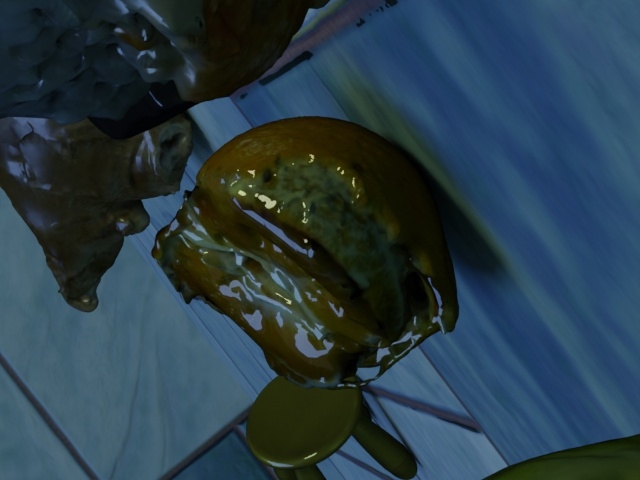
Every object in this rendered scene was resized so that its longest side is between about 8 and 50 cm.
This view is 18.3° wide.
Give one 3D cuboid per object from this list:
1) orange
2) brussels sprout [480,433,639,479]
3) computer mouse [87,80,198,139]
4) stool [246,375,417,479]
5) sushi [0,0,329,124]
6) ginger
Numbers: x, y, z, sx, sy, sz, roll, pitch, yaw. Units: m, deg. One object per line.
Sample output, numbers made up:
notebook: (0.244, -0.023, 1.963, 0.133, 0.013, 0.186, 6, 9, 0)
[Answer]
orange: (0.000, 0.000, 0.970, 0.170, 0.112, 0.160, 8, 142, 28)
brussels sprout: (0.137, 0.198, 0.682, 0.274, 0.242, 0.316, 13, 152, 38)
computer mouse: (-0.116, -0.125, 1.212, 0.122, 0.073, 0.217, 51, 166, -6)
stool: (0.006, 0.179, 1.744, 0.110, 0.135, 0.134, 55, -143, -43)
sushi: (-0.118, -0.157, 0.669, 0.274, 0.184, 0.139, 51, 171, 19)
ginger: (-0.192, -0.068, 1.576, 0.219, 0.123, 0.270, 8, 135, 30)
